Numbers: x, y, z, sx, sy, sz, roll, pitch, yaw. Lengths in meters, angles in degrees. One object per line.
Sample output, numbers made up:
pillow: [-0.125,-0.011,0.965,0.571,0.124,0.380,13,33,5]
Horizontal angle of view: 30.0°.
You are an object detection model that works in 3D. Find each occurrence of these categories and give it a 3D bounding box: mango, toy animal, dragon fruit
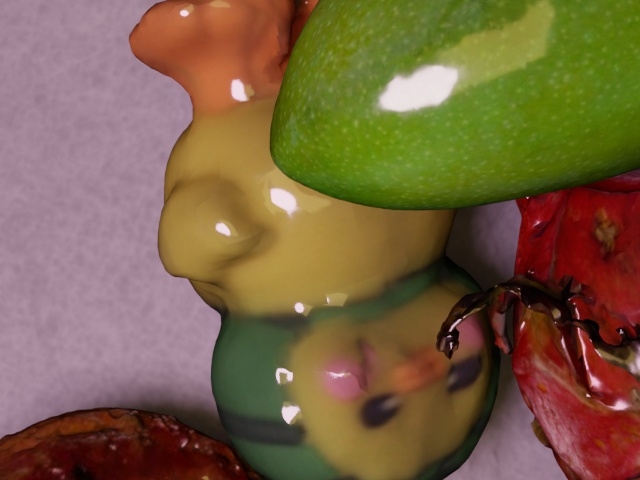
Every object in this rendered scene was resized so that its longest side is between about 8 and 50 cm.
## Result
mango: [0.139,-0.130,0.625,0.381,0.225,0.201,-29,125,-18]
toy animal: [-0.001,0.001,0.759,0.216,0.191,0.338,-18,98,-26]
dragon fruit: [0.231,0.079,0.702,0.250,0.269,0.291,0,110,26]

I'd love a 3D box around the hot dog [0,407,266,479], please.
hot dog: [-0.188,0.280,0.776,0.387,0.174,0.267,-38,85,4]
